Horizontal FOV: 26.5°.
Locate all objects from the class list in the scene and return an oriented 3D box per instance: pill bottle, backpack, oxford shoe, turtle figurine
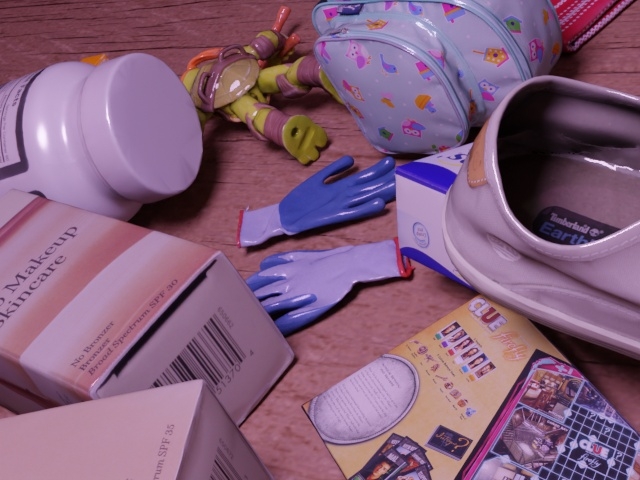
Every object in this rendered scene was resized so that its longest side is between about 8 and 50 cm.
[{"bbox_3d":[-0.258,-0.075,1.270,0.278,0.162,0.162,-14,37,31],"label":"pill bottle"},{"bbox_3d":[0.100,-0.161,1.141,0.188,0.166,0.144,-4,43,37],"label":"backpack"},{"bbox_3d":[0.273,0.013,0.749,0.449,0.130,0.169,18,54,23],"label":"oxford shoe"},{"bbox_3d":[-0.067,-0.152,1.319,0.217,0.087,0.269,12,51,44],"label":"turtle figurine"}]

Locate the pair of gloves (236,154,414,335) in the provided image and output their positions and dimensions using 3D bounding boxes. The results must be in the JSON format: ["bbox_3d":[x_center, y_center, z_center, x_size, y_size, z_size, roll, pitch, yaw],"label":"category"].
[{"bbox_3d":[0.000,0.000,1.134,0.159,0.023,0.198,-18,37,14],"label":"pair of gloves"}]

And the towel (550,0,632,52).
[{"bbox_3d":[0.207,-0.269,1.325,0.199,0.031,0.275,-41,36,-16],"label":"towel"}]

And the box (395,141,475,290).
[{"bbox_3d":[0.144,-0.022,0.975,0.137,0.072,0.126,-20,27,-29],"label":"box"}]

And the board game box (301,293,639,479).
[{"bbox_3d":[0.104,0.140,0.858,0.165,0.042,0.243,-31,34,-3],"label":"board game box"}]

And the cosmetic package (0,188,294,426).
[{"bbox_3d":[-0.186,0.069,1.080,0.296,0.129,0.153,13,55,45],"label":"cosmetic package"}]

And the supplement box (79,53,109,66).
[{"bbox_3d":[-0.221,-0.133,1.395,0.036,0.098,0.062,-5,42,36],"label":"supplement box"}]

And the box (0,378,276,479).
[{"bbox_3d":[-0.200,0.207,0.919,0.311,0.121,0.148,-14,39,21],"label":"box"}]
